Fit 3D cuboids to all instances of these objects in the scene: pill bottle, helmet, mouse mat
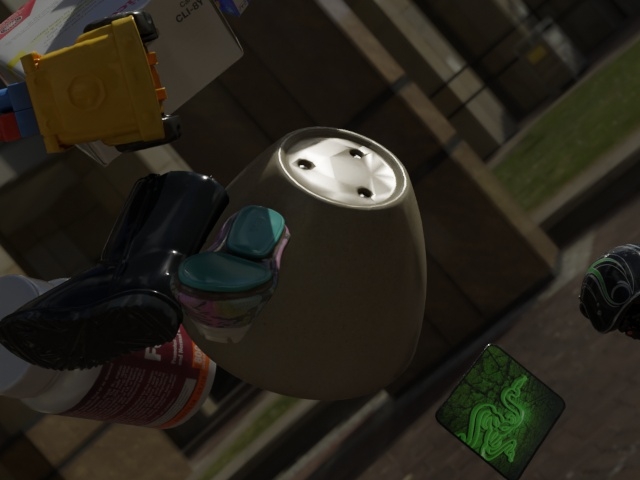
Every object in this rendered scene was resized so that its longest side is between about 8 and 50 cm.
[{"bbox_3d":[-0.378,0.186,1.841,0.224,0.224,0.392,-41,-33,20],"label":"pill bottle"},{"bbox_3d":[0.502,0.087,1.781,0.169,0.169,0.161,-41,29,15],"label":"helmet"},{"bbox_3d":[0.271,0.252,1.641,0.190,0.153,0.007,-45,-10,-39],"label":"mouse mat"}]

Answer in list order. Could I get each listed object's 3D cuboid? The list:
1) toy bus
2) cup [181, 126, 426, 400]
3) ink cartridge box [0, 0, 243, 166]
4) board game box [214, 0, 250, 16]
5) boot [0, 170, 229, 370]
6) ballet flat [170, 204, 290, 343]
[{"bbox_3d":[-0.274,-0.162,1.261,0.211,0.149,0.220,-16,9,-3],"label":"toy bus"},{"bbox_3d":[0.000,0.000,1.387,0.331,0.331,0.237,-42,-23,-50],"label":"cup"},{"bbox_3d":[-0.335,-0.296,1.703,0.279,0.160,0.385,-42,34,-12],"label":"ink cartridge box"},{"bbox_3d":[-0.149,-0.569,1.911,0.347,0.233,0.078,-57,-30,-15],"label":"board game box"},{"bbox_3d":[-0.224,0.030,1.219,0.246,0.094,0.207,-14,41,31],"label":"boot"},{"bbox_3d":[-0.073,0.036,0.909,0.221,0.077,0.079,-65,-8,-70],"label":"ballet flat"}]
